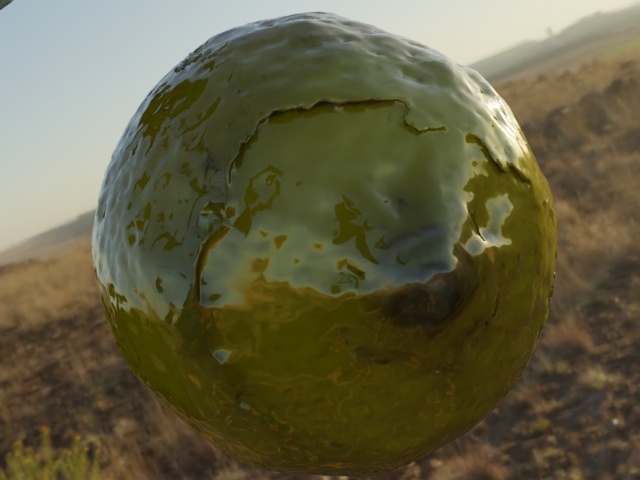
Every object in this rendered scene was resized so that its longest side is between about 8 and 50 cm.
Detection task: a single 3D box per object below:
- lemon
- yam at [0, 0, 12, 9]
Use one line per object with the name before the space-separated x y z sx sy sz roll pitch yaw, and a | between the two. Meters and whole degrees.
lemon | -0.001 -0.002 0.403 0.180 0.180 0.193 -22 47 -8
yam | -0.198 -0.183 0.493 0.078 0.179 0.078 -23 9 4
